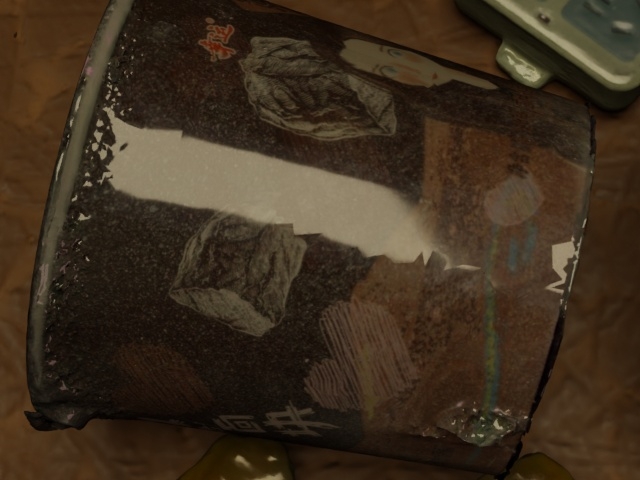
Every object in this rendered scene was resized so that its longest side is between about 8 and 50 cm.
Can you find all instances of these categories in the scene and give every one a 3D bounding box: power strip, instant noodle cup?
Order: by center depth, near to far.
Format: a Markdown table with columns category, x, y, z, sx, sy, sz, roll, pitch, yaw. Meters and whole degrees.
| category | x | y | z | sx | sy | sz | roll | pitch | yaw |
| --- | --- | --- | --- | --- | --- | --- | --- | --- | --- |
| instant noodle cup | 0.000 | 0.000 | 0.625 | 0.207 | 0.217 | 0.218 | 13 | 73 | 1 |
| power strip | 0.185 | -0.191 | 0.752 | 0.118 | 0.046 | 0.270 | 37 | 77 | 14 |

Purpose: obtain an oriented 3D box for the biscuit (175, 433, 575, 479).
| category | x | y | z | sx | sy | sz | roll | pitch | yaw |
| --- | --- | --- | --- | --- | --- | --- | --- | --- | --- |
| biscuit | 0.020 | 0.143 | 0.658 | 0.183 | 0.039 | 0.174 | 37 | 79 | 13 |
